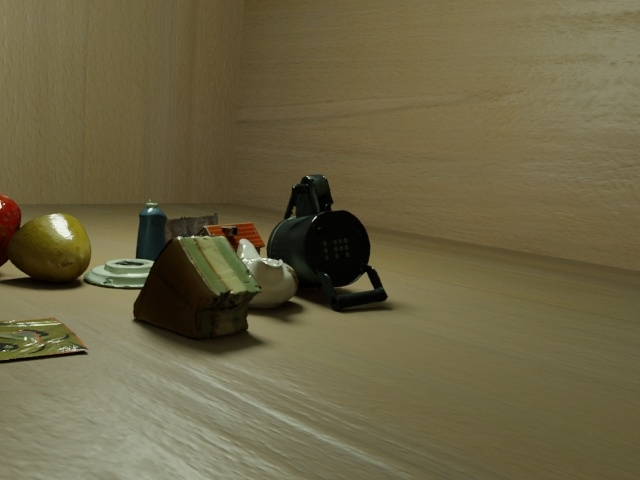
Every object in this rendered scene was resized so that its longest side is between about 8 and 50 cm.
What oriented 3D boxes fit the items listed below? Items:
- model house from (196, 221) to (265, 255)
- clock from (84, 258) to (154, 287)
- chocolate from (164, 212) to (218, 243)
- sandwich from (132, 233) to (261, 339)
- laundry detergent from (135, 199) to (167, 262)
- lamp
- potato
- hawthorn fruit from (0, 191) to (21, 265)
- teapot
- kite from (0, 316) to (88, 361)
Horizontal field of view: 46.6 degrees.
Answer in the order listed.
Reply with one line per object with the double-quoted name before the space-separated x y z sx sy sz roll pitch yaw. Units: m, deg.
"model house" -0.293 0.022 2.189 0.207 0.153 0.294 12 11 38
"clock" -0.509 0.082 1.989 0.237 0.053 0.236 5 7 -1
"chocolate" -0.506 -0.035 2.737 0.112 0.111 0.321 -3 4 30
"sandwich" -0.257 0.134 1.553 0.155 0.227 0.198 -2 45 -50
"laundry detergent" -0.488 -0.015 2.147 0.061 0.206 0.097 10 11 40
"lamp" -0.010 0.037 1.989 0.205 0.374 0.272 -8 -19 -33
"potato" -0.666 0.040 1.884 0.204 0.178 0.158 12 22 -47
"hawthorn fruit" -0.901 -0.030 1.891 0.258 0.258 0.262 10 30 37
"teapot" -0.160 0.086 1.832 0.204 0.139 0.298 -2 10 -27
"kite" -0.572 0.180 1.349 0.328 0.013 0.377 6 7 8
